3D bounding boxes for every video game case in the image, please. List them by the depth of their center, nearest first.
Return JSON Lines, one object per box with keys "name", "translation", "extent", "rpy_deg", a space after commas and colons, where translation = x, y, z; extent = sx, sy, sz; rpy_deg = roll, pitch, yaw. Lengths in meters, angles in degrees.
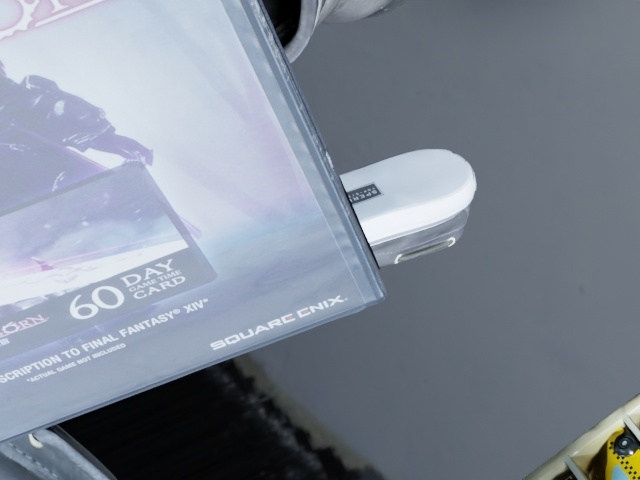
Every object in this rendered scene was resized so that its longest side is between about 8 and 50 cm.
{"name": "video game case", "translation": [-0.102, -0.018, 0.360], "extent": [0.196, 0.274, 0.026], "rpy_deg": [-21, 59, 4]}

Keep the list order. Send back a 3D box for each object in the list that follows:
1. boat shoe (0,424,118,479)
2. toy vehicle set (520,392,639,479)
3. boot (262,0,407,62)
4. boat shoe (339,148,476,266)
{"name": "boat shoe", "translation": [-0.264, 0.055, 0.559], "extent": [0.187, 0.156, 0.500], "rpy_deg": [-26, 123, 33]}
{"name": "toy vehicle set", "translation": [0.236, 0.204, 0.775], "extent": [0.166, 0.035, 0.267], "rpy_deg": [-39, 44, 6]}
{"name": "boot", "translation": [-0.015, -0.256, 0.622], "extent": [0.118, 0.223, 0.338], "rpy_deg": [-9, 101, 18]}
{"name": "boat shoe", "translation": [0.000, 0.000, 0.934], "extent": [0.076, 0.229, 0.080], "rpy_deg": [86, 160, -44]}
